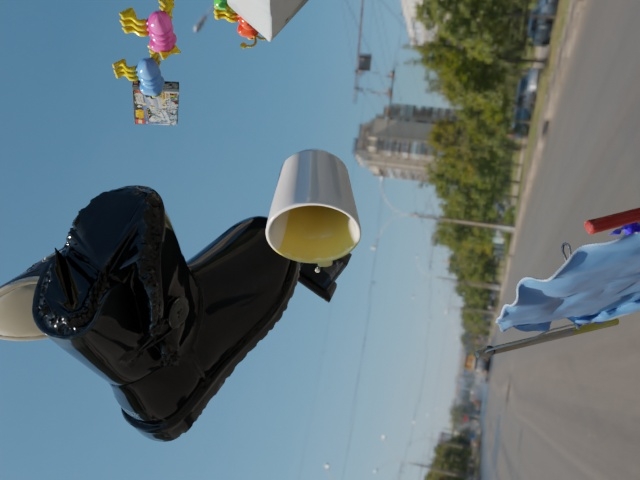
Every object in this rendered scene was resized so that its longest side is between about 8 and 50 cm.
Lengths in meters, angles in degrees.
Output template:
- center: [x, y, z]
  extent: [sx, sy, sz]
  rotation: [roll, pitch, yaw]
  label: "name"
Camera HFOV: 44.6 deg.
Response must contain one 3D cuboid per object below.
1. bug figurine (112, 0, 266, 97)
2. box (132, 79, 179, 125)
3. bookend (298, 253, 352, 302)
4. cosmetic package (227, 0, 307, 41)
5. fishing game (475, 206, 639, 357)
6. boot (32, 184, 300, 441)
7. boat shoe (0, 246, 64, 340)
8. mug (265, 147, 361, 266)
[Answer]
- center: [-0.193, -0.327, 1.211]
  extent: [0.279, 0.072, 0.216]
  rotation: [-34, -12, -10]
  label: "bug figurine"
- center: [-0.343, -0.286, 1.627]
  extent: [0.137, 0.094, 0.027]
  rotation: [118, 150, -65]
  label: "box"
- center: [0.000, 0.000, 1.401]
  extent: [0.156, 0.157, 0.072]
  rotation: [-53, 2, 22]
  label: "bookend"
- center: [0.026, -0.461, 1.006]
  extent: [0.377, 0.097, 0.284]
  rotation: [-49, -2, -5]
  label: "cosmetic package"
- center: [0.215, 0.020, 0.571]
  extent: [0.264, 0.189, 0.041]
  rotation: [92, 163, -65]
  label: "fishing game"
- center: [-0.109, 0.024, 0.643]
  extent: [0.246, 0.094, 0.207]
  rotation: [-56, -27, -29]
  label: "boot"
- center: [-0.258, 0.041, 0.815]
  extent: [0.065, 0.206, 0.075]
  rotation: [-110, -3, -57]
  label: "boat shoe"
- center: [-0.008, -0.024, 0.534]
  extent: [0.078, 0.062, 0.064]
  rotation: [123, 154, -46]
  label: "mug"
